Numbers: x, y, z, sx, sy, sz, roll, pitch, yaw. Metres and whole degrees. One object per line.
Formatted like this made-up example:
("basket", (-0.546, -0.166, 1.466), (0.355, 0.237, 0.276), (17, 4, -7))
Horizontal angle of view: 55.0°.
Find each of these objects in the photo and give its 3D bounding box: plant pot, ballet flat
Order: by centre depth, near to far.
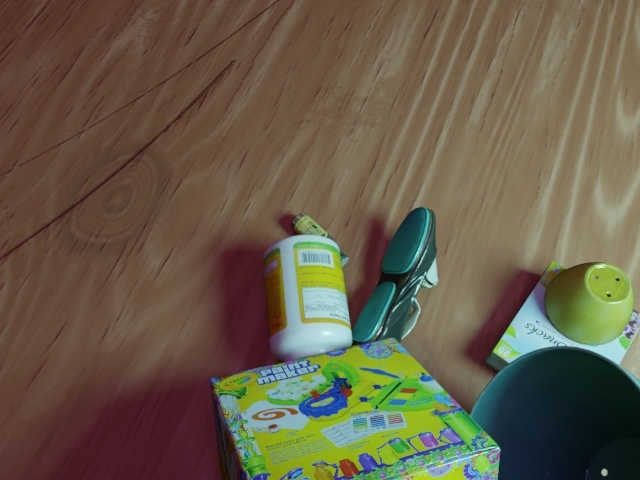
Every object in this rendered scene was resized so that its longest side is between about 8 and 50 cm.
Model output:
("plant pot", (0.356, 0.307, 0.803), (0.195, 0.290, 0.290), (27, 59, -28))
("plant pot", (0.437, 0.086, 0.972), (0.134, 0.095, 0.134), (0, 61, 1))
("ballet flat", (0.144, 0.079, 1.075), (0.095, 0.096, 0.280), (6, 63, 56))

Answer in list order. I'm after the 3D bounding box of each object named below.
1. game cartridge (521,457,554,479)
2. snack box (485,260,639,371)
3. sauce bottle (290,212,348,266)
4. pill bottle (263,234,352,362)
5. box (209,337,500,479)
("game cartridge", (0.300, 0.473, 0.874), (0.230, 0.068, 0.355), (-35, 66, -11))
("snack box", (0.407, 0.166, 1.025), (0.174, 0.070, 0.207), (33, 69, 18))
("sauce bottle", (0.000, 0.000, 1.148), (0.128, 0.042, 0.042), (40, 71, 22))
("pill bottle", (-0.021, 0.126, 1.028), (0.136, 0.136, 0.245), (-7, 62, -1))
("box", (0.029, 0.291, 0.810), (0.290, 0.177, 0.279), (-9, 22, -17))
